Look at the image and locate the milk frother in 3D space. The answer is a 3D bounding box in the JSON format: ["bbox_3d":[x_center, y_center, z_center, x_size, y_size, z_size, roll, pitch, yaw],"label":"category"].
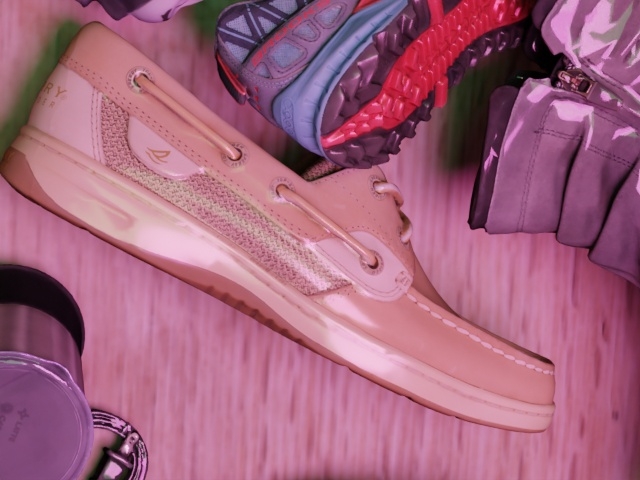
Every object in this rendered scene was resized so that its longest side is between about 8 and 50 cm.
[{"bbox_3d":[-0.142,0.101,0.767,0.143,0.135,0.129,22,102,-17],"label":"milk frother"}]

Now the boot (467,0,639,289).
[{"bbox_3d":[0.183,0.011,0.825,0.223,0.118,0.338,13,96,0],"label":"boot"}]

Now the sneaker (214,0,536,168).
[{"bbox_3d":[0.044,-0.150,0.811,0.262,0.125,0.104,-41,147,-36],"label":"sneaker"}]

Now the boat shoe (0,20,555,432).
[{"bbox_3d":[0.000,0.000,0.812,0.341,0.122,0.110,29,87,-17],"label":"boat shoe"}]

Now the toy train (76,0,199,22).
[{"bbox_3d":[-0.126,-0.271,0.745,0.190,0.142,0.334,-38,107,2],"label":"toy train"}]
